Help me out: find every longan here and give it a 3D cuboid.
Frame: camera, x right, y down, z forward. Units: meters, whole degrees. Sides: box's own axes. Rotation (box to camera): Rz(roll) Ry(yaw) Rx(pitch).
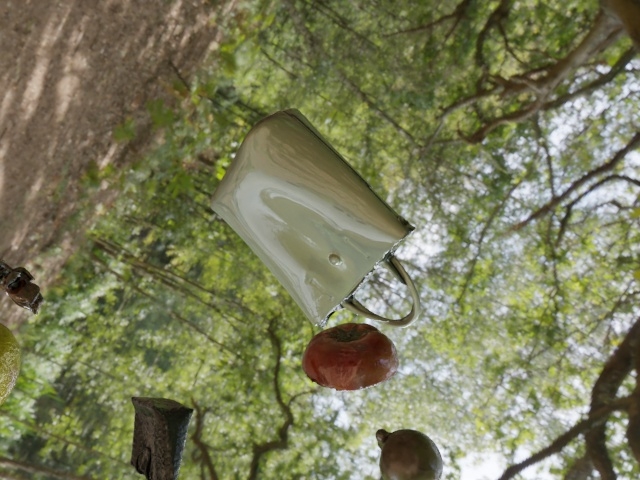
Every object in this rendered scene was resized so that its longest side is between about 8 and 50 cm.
[{"bbox_3d":[0.132,0.339,0.978,0.106,0.119,0.106,-42,152,-28],"label":"longan"}]

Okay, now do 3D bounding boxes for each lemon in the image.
[{"bbox_3d":[-0.871,0.311,1.556,0.267,0.267,0.267,-58,-168,20],"label":"lemon"}]

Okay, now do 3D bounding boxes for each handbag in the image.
[{"bbox_3d":[0.000,0.000,0.823,0.109,0.315,0.241,-27,163,-43],"label":"handbag"},{"bbox_3d":[-0.354,0.431,1.359,0.270,0.089,0.175,-9,-107,58],"label":"handbag"}]

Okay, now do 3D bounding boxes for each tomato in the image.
[{"bbox_3d":[0.064,0.245,1.413,0.225,0.225,0.085,-93,178,-69],"label":"tomato"}]

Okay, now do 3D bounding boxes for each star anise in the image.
[{"bbox_3d":[-0.919,0.128,1.904,0.099,0.220,0.214,-50,-171,-19],"label":"star anise"}]
